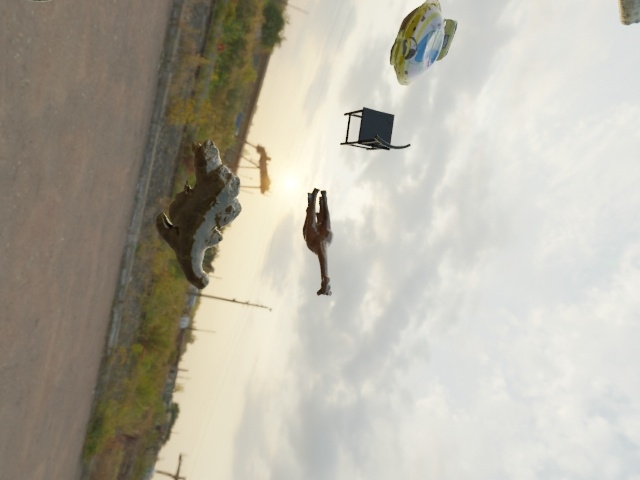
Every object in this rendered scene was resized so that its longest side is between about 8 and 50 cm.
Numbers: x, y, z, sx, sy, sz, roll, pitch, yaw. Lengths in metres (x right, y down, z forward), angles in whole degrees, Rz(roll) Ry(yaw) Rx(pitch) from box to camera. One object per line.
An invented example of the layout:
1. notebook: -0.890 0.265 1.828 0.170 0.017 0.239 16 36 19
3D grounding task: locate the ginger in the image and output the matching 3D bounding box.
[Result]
1. ginger: -0.270 -0.059 0.935 0.333 0.166 0.080 -63 -179 24

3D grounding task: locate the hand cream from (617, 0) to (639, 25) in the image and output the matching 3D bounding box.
1. hand cream: 0.512 -0.419 0.690 0.061 0.143 0.039 7 -111 37

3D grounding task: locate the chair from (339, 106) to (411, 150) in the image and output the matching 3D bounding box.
1. chair: 0.198 -0.403 1.544 0.260 0.154 0.141 18 -77 60

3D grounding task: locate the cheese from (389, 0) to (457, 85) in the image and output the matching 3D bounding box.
1. cheese: 0.203 -0.377 0.798 0.250 0.064 0.157 -35 149 -44

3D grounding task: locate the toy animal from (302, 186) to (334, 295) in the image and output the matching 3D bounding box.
1. toy animal: 0.000 0.000 0.919 0.224 0.066 0.230 160 -69 -81
